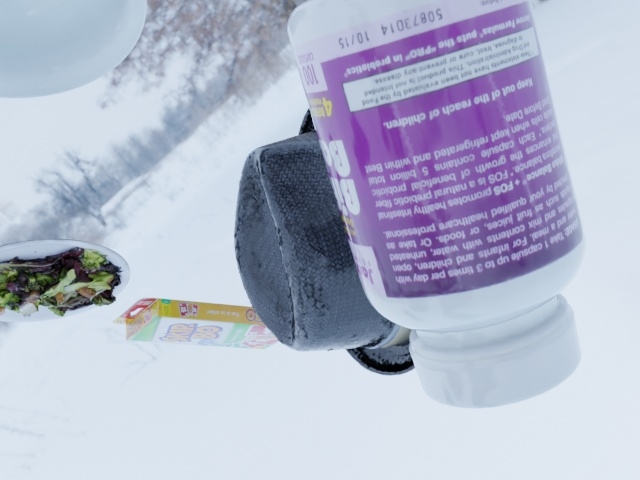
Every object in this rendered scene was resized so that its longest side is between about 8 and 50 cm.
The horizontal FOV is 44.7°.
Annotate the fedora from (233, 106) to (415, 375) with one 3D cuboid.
[{"bbox_3d":[0.000,0.000,0.862,0.152,0.334,0.334,-13,-4,-30],"label":"fedora"}]

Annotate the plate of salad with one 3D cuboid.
[{"bbox_3d":[-0.317,0.057,0.886,0.200,0.200,0.048,-35,57,32],"label":"plate of salad"}]

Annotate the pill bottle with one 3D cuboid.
[{"bbox_3d":[0.094,-0.041,0.565,0.169,0.302,0.169,-16,12,4],"label":"pill bottle"}]

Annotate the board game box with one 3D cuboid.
[{"bbox_3d":[-0.167,0.126,1.164,0.124,0.259,0.039,-35,52,49],"label":"board game box"}]

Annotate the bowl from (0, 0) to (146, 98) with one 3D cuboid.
[{"bbox_3d":[-0.344,-0.299,0.842,0.298,0.298,0.134,-35,56,33],"label":"bowl"}]
